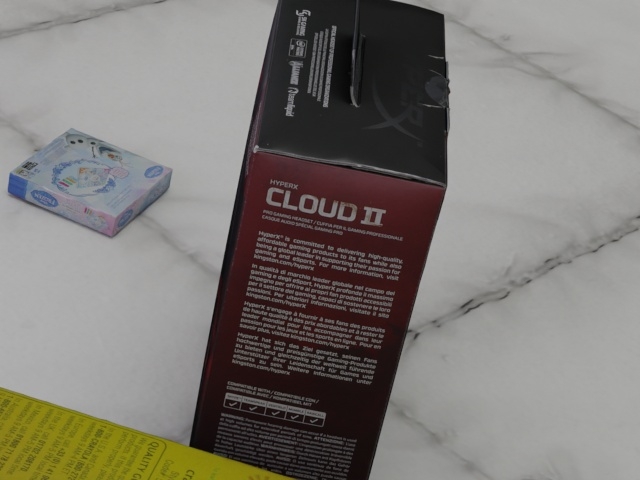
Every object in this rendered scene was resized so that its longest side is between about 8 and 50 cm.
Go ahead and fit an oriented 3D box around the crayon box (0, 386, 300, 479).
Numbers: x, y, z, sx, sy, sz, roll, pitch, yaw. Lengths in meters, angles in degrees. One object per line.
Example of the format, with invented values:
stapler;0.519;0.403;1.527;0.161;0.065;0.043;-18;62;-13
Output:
crayon box;-0.069;0.203;0.983;0.318;0.081;0.202;17;32;7

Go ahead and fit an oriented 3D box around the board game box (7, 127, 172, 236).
board game box;-0.170;-0.044;1.396;0.090;0.020;0.090;22;32;15

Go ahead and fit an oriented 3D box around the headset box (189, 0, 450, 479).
headset box;0.000;0.000;1.128;0.110;0.293;0.218;11;32;-3
